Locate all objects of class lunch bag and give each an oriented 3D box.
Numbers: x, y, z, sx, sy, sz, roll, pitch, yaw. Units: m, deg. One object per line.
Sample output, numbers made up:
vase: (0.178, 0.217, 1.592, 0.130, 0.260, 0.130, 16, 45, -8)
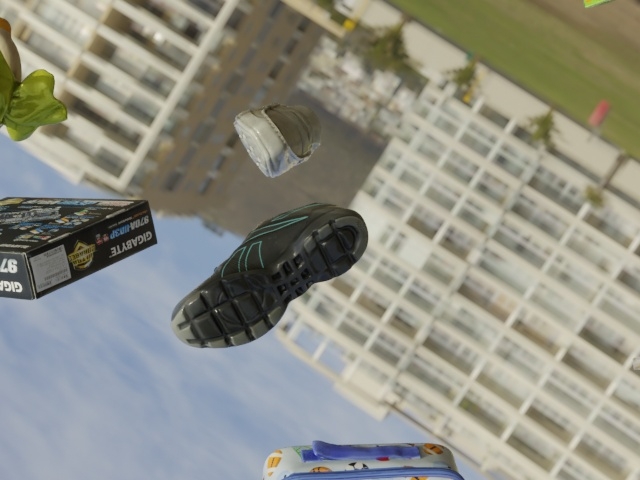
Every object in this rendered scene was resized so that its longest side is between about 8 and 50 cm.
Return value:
lunch bag: (0.054, 0.397, 1.957, 0.303, 0.243, 0.115, -1, -154, -9)

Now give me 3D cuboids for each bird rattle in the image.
bird rattle: (-0.455, -0.178, 1.805, 0.143, 0.253, 0.207, 18, -128, -45)

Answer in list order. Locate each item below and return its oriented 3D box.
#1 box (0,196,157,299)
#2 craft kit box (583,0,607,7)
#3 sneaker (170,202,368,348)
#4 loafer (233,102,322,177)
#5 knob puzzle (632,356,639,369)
box: (-0.306, 0.003, 1.395, 0.220, 0.051, 0.175, 2, -161, 36)
craft kit box: (0.446, -0.480, 1.931, 0.061, 0.247, 0.250, -14, -179, -39)
sneaker: (-0.068, 0.040, 1.691, 0.106, 0.267, 0.101, 45, 163, 57)
loafer: (-0.056, -0.161, 2.048, 0.112, 0.111, 0.319, 59, -176, -5)
knob puzzle: (0.341, 0.085, 1.124, 0.213, 0.030, 0.213, -5, 173, -1)
